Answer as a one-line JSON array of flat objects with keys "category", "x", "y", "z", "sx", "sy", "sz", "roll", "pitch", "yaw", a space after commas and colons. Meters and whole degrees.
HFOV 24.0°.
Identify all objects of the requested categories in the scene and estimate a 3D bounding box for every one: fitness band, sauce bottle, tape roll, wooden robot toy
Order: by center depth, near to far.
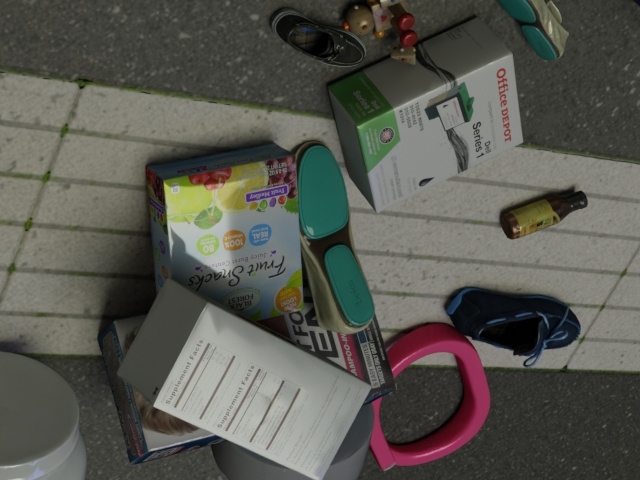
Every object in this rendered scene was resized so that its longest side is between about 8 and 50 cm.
[{"category": "wooden robot toy", "x": 0.064, "y": -0.264, "z": 1.758, "sx": 0.079, "sy": 0.076, "sz": 0.173, "roll": -19, "pitch": 136, "yaw": -2}, {"category": "tape roll", "x": -0.039, "y": 0.251, "z": 2.038, "sx": 0.219, "sy": 0.219, "sz": 0.072, "roll": -12, "pitch": 134, "yaw": -23}, {"category": "sauce bottle", "x": 0.319, "y": -0.039, "z": 2.136, "sx": 0.128, "sy": 0.042, "sz": 0.042, "roll": -20, "pitch": 135, "yaw": -14}, {"category": "fitness band", "x": 0.154, "y": 0.243, "z": 2.275, "sx": 0.209, "sy": 0.054, "sz": 0.291, "roll": -29, "pitch": 138, "yaw": -8}]

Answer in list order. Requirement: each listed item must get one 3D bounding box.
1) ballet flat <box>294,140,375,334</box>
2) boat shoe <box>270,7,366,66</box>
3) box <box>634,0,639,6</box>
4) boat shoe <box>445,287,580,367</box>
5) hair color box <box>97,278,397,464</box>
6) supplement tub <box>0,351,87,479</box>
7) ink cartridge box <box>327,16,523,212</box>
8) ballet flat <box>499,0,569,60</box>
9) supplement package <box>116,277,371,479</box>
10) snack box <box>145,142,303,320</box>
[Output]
[{"category": "ballet flat", "x": 0.000, "y": 0.000, "z": 1.906, "sx": 0.086, "sy": 0.086, "sz": 0.248, "roll": -14, "pitch": 93, "yaw": -21}, {"category": "boat shoe", "x": 0.002, "y": -0.230, "z": 1.766, "sx": 0.142, "sy": 0.040, "sz": 0.049, "roll": 16, "pitch": 117, "yaw": -40}, {"category": "box", "x": 0.506, "y": -0.312, "z": 1.887, "sx": 0.108, "sy": 0.207, "sz": 0.153, "roll": 13, "pitch": 119, "yaw": -39}, {"category": "boat shoe", "x": 0.295, "y": 0.141, "z": 2.245, "sx": 0.258, "sy": 0.089, "sz": 0.109, "roll": 5, "pitch": 124, "yaw": -35}, {"category": "hair color box", "x": -0.093, "y": 0.159, "z": 1.941, "sx": 0.347, "sy": 0.174, "sz": 0.105, "roll": -12, "pitch": 168, "yaw": -23}, {"category": "supplement tub", "x": -0.414, "y": 0.321, "z": 1.853, "sx": 0.235, "sy": 0.235, "sz": 0.325, "roll": -7, "pitch": 130, "yaw": -28}, {"category": "ink cartridge box", "x": 0.135, "y": -0.157, "z": 1.877, "sx": 0.219, "sy": 0.092, "sz": 0.160, "roll": -26, "pitch": 137, "yaw": -9}, {"category": "ballet flat", "x": 0.266, "y": -0.289, "z": 1.883, "sx": 0.052, "sy": 0.057, "sz": 0.168, "roll": -61, "pitch": 143, "yaw": -14}, {"category": "supplement package", "x": -0.090, "y": 0.164, "z": 1.772, "sx": 0.244, "sy": 0.139, "sz": 0.134, "roll": 29, "pitch": 87, "yaw": -29}, {"category": "snack box", "x": -0.114, "y": 0.000, "z": 1.833, "sx": 0.174, "sy": 0.070, "sz": 0.207, "roll": -13, "pitch": 114, "yaw": -23}]
